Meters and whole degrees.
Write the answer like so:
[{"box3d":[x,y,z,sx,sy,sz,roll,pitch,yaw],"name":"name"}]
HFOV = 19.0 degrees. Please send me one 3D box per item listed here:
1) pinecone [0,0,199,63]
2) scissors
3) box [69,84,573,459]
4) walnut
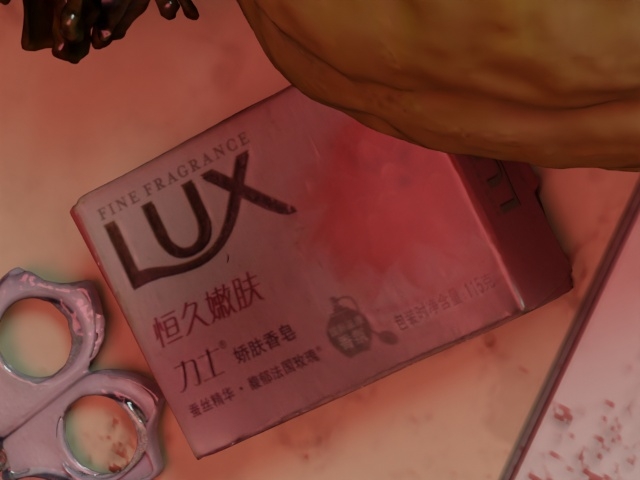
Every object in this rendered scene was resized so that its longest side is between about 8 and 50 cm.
[{"box3d":[-0.098,-0.136,0.644,0.165,0.163,0.163,43,112,8],"name":"pinecone"},{"box3d":[-0.142,0.090,0.781,0.189,0.015,0.100,-38,87,25],"name":"scissors"},{"box3d":[0.000,0.000,0.683,0.156,0.060,0.111,-28,87,23],"name":"box"},{"box3d":[0.090,-0.132,0.536,0.257,0.257,0.224,-8,64,23],"name":"walnut"}]
